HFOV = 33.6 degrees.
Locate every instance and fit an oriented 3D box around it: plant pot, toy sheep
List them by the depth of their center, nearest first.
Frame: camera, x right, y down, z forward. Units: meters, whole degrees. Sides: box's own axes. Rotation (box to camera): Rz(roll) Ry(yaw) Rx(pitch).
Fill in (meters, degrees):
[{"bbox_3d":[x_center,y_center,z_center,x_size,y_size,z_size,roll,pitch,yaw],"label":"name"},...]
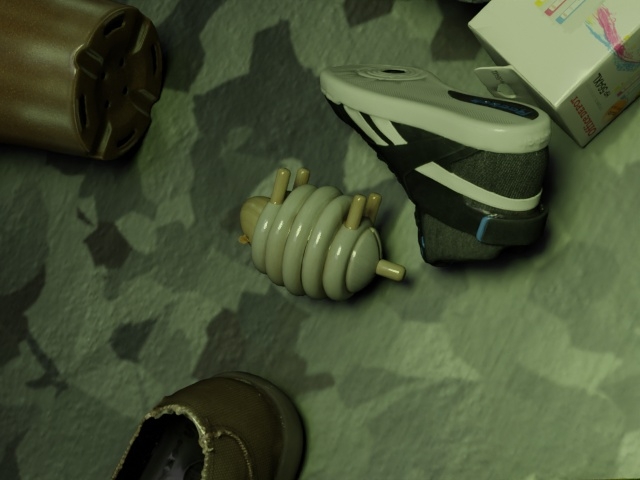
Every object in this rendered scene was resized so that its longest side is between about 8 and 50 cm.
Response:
[{"bbox_3d":[0.000,0.000,0.756,0.132,0.091,0.091,21,86,23],"label":"toy sheep"},{"bbox_3d":[-0.230,-0.144,0.871,0.165,0.167,0.167,15,83,19],"label":"plant pot"}]

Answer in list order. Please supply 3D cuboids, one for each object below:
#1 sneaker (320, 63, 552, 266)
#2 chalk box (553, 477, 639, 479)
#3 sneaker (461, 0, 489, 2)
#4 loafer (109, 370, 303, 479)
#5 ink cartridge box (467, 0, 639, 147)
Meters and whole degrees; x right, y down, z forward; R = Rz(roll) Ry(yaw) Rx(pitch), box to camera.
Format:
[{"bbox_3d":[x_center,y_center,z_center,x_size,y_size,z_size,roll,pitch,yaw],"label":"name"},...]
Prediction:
[{"bbox_3d":[0.067,-0.049,0.743,0.217,0.079,0.121,31,127,51],"label":"sneaker"},{"bbox_3d":[0.140,0.244,0.594,0.132,0.132,0.213,-8,73,24],"label":"chalk box"},{"bbox_3d":[0.119,-0.341,0.760,0.210,0.137,0.366,25,76,38],"label":"sneaker"},{"bbox_3d":[-0.144,0.253,0.727,0.134,0.130,0.366,20,86,28],"label":"loafer"},{"bbox_3d":[0.176,-0.138,0.706,0.143,0.092,0.090,-45,63,10],"label":"ink cartridge box"}]
